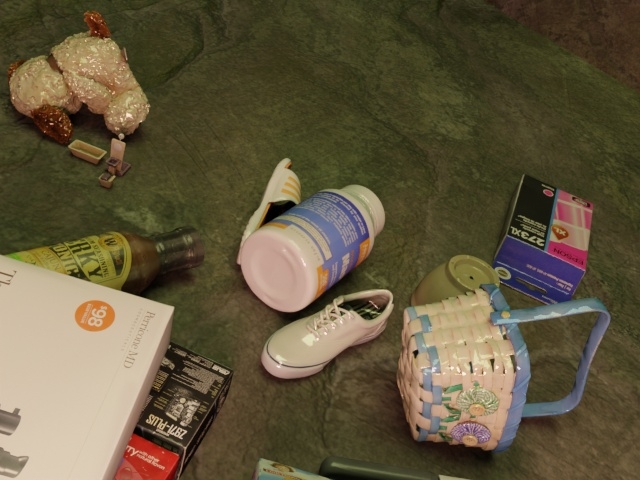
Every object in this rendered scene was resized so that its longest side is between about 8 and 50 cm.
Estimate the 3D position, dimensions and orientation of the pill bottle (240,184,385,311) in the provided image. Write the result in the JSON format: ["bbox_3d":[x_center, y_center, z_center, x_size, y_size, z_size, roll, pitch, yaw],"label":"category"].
[{"bbox_3d":[0.000,0.000,1.284,0.152,0.152,0.272,35,40,18],"label":"pill bottle"}]

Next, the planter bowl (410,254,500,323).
[{"bbox_3d":[0.255,0.096,1.317,0.162,0.109,0.162,12,39,-10],"label":"planter bowl"}]

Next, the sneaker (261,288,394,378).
[{"bbox_3d":[0.015,0.134,1.175,0.258,0.091,0.094,-22,54,-41],"label":"sneaker"}]

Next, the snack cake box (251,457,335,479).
[{"bbox_3d":[0.038,0.352,0.864,0.264,0.089,0.152,18,-1,-3],"label":"snack cake box"}]

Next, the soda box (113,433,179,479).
[{"bbox_3d":[-0.309,0.257,0.887,0.263,0.083,0.092,25,40,6],"label":"soda box"}]

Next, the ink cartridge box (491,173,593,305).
[{"bbox_3d":[0.482,-0.005,1.584,0.176,0.069,0.371,25,40,6],"label":"ink cartridge box"}]

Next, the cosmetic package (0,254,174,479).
[{"bbox_3d":[-0.356,0.198,0.799,0.285,0.097,0.377,18,47,-4],"label":"cosmetic package"}]

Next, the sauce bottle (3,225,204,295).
[{"bbox_3d":[-0.339,0.045,1.111,0.344,0.111,0.111,-18,51,-39],"label":"sauce bottle"}]

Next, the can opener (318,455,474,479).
[{"bbox_3d":[0.143,0.332,0.989,0.284,0.095,0.076,13,38,-10],"label":"can opener"}]

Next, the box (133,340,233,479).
[{"bbox_3d":[-0.231,0.208,0.986,0.180,0.077,0.147,24,38,5],"label":"box"}]

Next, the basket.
[{"bbox_3d":[0.266,0.193,1.097,0.289,0.254,0.201,-9,42,-6],"label":"basket"}]

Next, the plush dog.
[{"bbox_3d":[-0.495,-0.314,1.442,0.225,0.210,0.262,-32,55,-15],"label":"plush dog"}]

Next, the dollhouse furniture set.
[{"bbox_3d":[-0.416,-0.167,1.358,0.114,0.081,0.091,22,37,2],"label":"dollhouse furniture set"}]

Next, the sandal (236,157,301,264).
[{"bbox_3d":[-0.081,-0.042,1.352,0.076,0.102,0.265,21,46,-1],"label":"sandal"}]
